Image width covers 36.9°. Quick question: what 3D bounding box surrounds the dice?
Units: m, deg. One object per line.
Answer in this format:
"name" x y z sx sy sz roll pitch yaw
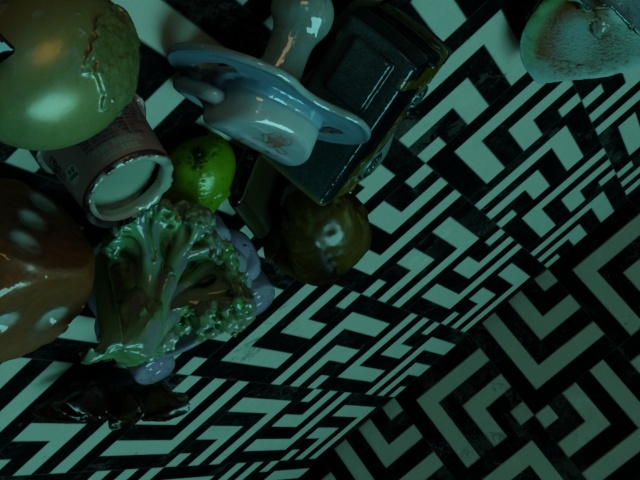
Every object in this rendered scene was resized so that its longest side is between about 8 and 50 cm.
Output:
"dice" -0.396 0.040 1.183 0.175 0.174 0.179 -47 154 17

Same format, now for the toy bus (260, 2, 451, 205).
"toy bus" 0.048 -0.196 1.380 0.275 0.138 0.167 -54 169 26

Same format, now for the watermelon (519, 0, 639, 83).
"watermelon" 0.463 -0.354 1.626 0.320 0.214 0.289 -28 160 -50

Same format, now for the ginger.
"ginger" 0.000 0.000 1.624 0.172 0.165 0.321 11 162 -7

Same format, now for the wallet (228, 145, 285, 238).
"wallet" -0.097 -0.076 1.490 0.198 0.031 0.110 61 46 -73

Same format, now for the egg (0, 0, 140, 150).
"egg" -0.268 -0.174 0.967 0.201 0.164 0.164 -51 171 -43

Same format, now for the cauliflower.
"cauliflower" -0.230 0.086 1.287 0.256 0.239 0.315 -34 -159 32

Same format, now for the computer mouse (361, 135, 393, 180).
"computer mouse" 0.069 -0.171 1.585 0.128 0.079 0.231 -20 148 -40

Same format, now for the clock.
"clock" -0.235 0.087 1.580 0.295 0.113 0.322 -34 156 -8

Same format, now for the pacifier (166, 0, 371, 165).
"pacifier" -0.053 -0.222 1.220 0.287 0.238 0.226 28 82 -37

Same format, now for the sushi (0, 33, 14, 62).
"sushi" -0.396 -0.228 0.802 0.134 0.109 0.273 -34 143 2

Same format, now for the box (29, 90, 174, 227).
"box" -0.258 -0.103 1.164 0.151 0.135 0.151 -32 158 -15

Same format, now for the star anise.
"star anise" -0.369 0.290 1.694 0.288 0.088 0.288 2 170 0

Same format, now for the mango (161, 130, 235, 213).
"mango" -0.180 -0.077 1.371 0.119 0.100 0.178 -24 161 -35
